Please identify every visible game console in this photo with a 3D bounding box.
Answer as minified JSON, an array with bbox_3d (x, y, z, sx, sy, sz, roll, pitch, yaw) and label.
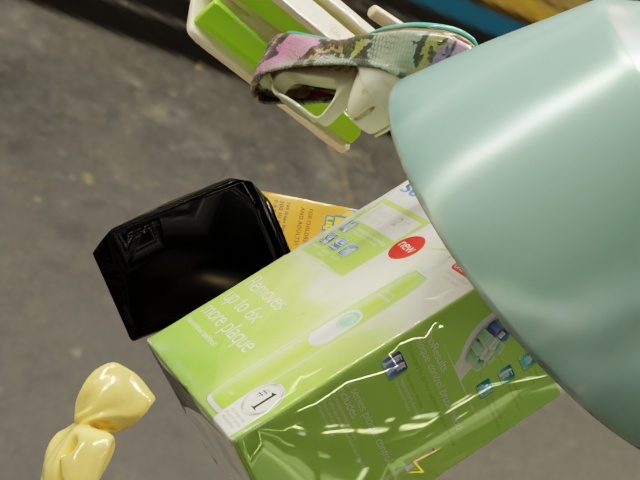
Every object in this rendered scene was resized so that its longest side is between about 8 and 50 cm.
[{"bbox_3d":[-0.101,0.120,1.616,0.044,0.213,0.361,-52,119,-75],"label":"game console"}]

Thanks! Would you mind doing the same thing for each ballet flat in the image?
[{"bbox_3d":[0.027,-0.121,1.078,0.221,0.079,0.077,9,-26,47],"label":"ballet flat"}]

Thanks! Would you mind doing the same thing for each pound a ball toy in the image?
[{"bbox_3d":[0.024,-0.258,1.726,0.319,0.208,0.136,35,37,-28],"label":"pound a ball toy"}]

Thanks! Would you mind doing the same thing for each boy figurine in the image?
[{"bbox_3d":[-0.297,0.288,1.701,0.092,0.177,0.285,29,72,-12],"label":"boy figurine"}]

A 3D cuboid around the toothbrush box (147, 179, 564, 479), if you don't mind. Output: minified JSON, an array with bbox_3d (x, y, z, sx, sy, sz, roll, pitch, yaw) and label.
[{"bbox_3d":[0.042,0.079,1.040,0.122,0.283,0.206,66,-13,-24],"label":"toothbrush box"}]

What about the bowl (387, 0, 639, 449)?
[{"bbox_3d":[0.207,-0.031,0.887,0.311,0.163,0.311,41,24,-22],"label":"bowl"}]

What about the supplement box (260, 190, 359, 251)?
[{"bbox_3d":[0.000,0.000,1.667,0.233,0.080,0.078,11,68,-3],"label":"supplement box"}]
